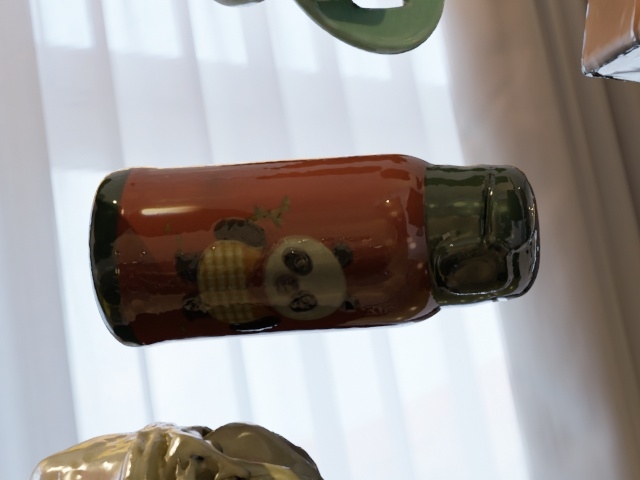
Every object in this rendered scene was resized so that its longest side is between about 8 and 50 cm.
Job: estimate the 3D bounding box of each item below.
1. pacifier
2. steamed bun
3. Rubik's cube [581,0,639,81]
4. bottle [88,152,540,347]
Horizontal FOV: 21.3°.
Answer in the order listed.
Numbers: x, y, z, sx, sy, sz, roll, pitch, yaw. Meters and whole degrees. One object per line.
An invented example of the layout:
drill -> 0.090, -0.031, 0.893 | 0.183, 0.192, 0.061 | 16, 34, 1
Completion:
pacifier -> -0.033, -0.312, 1.645 | 0.288, 0.343, 0.269 | -8, -19, -48
steamed bun -> -0.086, 0.250, 1.384 | 0.207, 0.268, 0.280 | -32, 19, -26
Rubik's cube -> 0.311, -0.215, 1.089 | 0.231, 0.225, 0.221 | 7, -5, -7
bottle -> 0.000, 0.000, 1.309 | 0.336, 0.144, 0.144 | -5, -17, 11
